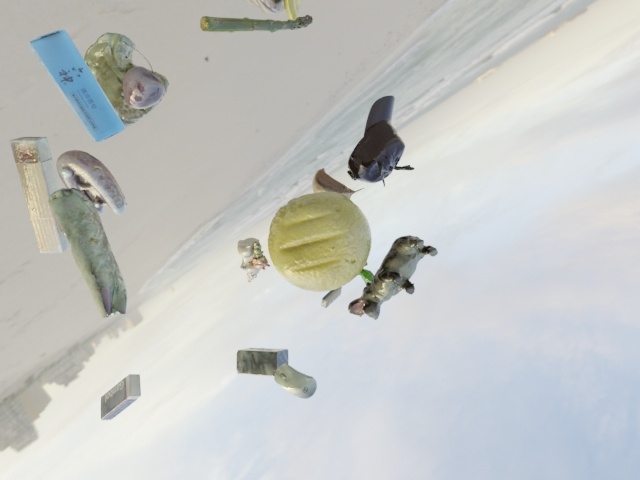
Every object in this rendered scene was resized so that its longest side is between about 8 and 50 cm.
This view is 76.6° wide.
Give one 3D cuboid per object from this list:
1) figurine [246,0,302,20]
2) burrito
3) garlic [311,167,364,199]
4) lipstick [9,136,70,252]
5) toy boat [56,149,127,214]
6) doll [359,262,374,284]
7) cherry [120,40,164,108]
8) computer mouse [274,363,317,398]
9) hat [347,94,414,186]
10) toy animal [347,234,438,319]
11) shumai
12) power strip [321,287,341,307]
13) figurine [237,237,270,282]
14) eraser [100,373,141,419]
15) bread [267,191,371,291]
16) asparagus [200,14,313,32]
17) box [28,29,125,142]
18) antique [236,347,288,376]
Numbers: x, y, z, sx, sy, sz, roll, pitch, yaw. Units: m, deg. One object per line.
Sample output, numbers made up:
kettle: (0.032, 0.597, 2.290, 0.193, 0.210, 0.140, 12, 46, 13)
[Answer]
figurine: (-0.236, -0.965, 1.351, 0.361, 0.377, 0.266, 95, 8, -59)
burrito: (-0.502, 0.025, 0.894, 0.066, 0.309, 0.096, -25, 177, 10)
garlic: (0.057, -0.202, 1.579, 0.128, 0.198, 0.090, -58, 163, -28)
lipstick: (-0.893, -0.141, 1.306, 0.079, 0.371, 0.076, -1, -157, -8)
toy boat: (-0.686, -0.158, 1.197, 0.155, 0.227, 0.085, 2, -136, 17)
doll: (0.165, 0.124, 1.440, 0.050, 0.190, 0.115, -35, 155, -15)
cherry: (-0.622, -0.529, 1.352, 0.148, 0.188, 0.115, -40, -149, 26)
computer mouse: (-0.062, 0.328, 0.943, 0.056, 0.110, 0.032, -62, 175, -2)
hat: (0.249, -0.339, 1.481, 0.238, 0.209, 0.336, -16, 134, -64)
toy animal: (0.218, 0.128, 1.291, 0.343, 0.106, 0.168, -52, -159, 7)
shumai: (-0.820, -0.638, 1.626, 0.330, 0.288, 0.292, -48, -137, -11)
power strip: (0.050, 0.257, 1.858, 0.123, 0.032, 0.056, -37, 146, -38)
figurine: (-0.210, 0.072, 1.263, 0.081, 0.146, 0.098, -23, -155, -27)
eraser: (-0.747, 0.583, 1.510, 0.212, 0.092, 0.046, -39, 142, 23)
bread: (-0.001, 0.003, 1.260, 0.320, 0.320, 0.237, -32, -170, 14)
asparagus: (-0.097, -0.372, 0.696, 0.248, 0.024, 0.025, -29, 173, -41)
box: (-0.569, -0.357, 0.952, 0.083, 0.232, 0.142, -34, -145, -20)
antique: (-0.215, 0.438, 1.471, 0.183, 0.086, 0.088, -4, 171, 23)
